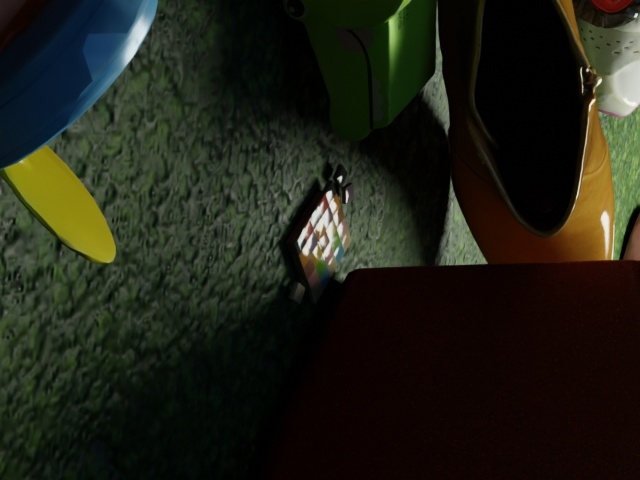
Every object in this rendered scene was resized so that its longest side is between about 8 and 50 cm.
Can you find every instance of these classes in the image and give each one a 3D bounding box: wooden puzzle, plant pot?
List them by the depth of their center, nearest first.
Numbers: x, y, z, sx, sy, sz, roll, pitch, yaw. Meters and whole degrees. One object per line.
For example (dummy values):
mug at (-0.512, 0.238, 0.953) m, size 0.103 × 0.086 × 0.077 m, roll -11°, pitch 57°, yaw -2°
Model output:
wooden puzzle at (0.000, 0.000, 0.717) m, size 0.083 × 0.006 × 0.049 m, roll -59°, pitch 147°, yaw -35°
plant pot at (0.116, 0.148, 0.748) m, size 0.267 × 0.267 × 0.235 m, roll 37°, pitch 54°, yaw -60°

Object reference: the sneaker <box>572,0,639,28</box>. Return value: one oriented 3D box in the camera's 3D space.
sneaker at (0.182, -0.259, 0.832) m, size 0.125 × 0.104 × 0.261 m, roll 29°, pitch 56°, yaw -79°

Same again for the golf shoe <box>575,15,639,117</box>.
golf shoe at (0.294, -0.208, 1.119) m, size 0.306 × 0.115 × 0.140 m, roll -34°, pitch 140°, yaw -46°

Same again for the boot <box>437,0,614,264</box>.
boot at (0.124, -0.039, 0.767) m, size 0.211 × 0.104 × 0.295 m, roll -82°, pitch 158°, yaw -65°

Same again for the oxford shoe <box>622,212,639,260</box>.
oxford shoe at (0.360, 0.141, 1.322) m, size 0.123 × 0.130 × 0.348 m, roll 4°, pitch 96°, yaw -63°

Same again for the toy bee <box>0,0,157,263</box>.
toy bee at (-0.102, -0.079, 0.359) m, size 0.298 × 0.162 × 0.195 m, roll -29°, pitch 114°, yaw -18°

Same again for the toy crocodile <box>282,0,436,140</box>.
toy crocodile at (0.012, -0.203, 0.585) m, size 0.115 × 0.105 × 0.340 m, roll -52°, pitch 147°, yaw -42°
